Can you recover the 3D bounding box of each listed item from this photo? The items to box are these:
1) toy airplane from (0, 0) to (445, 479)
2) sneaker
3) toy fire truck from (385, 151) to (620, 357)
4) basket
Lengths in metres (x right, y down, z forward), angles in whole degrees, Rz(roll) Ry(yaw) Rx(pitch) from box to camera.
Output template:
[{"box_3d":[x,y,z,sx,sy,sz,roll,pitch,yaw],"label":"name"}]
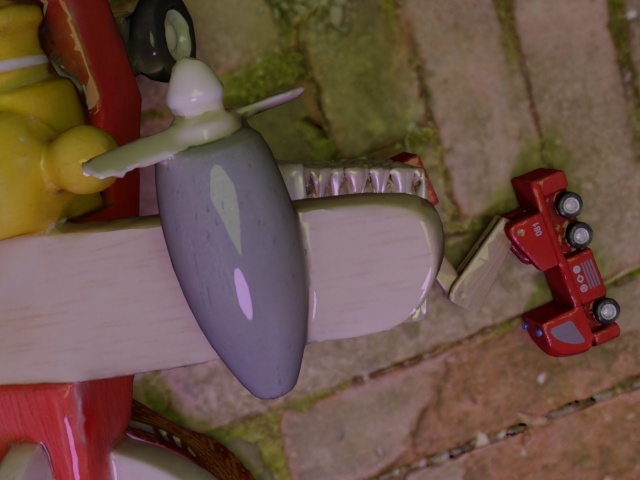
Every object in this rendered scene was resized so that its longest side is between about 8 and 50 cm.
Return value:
[{"box_3d":[-0.182,0.019,0.627,0.384,0.272,0.386,44,101,18],"label":"toy airplane"},{"box_3d":[-0.111,0.171,0.822,0.175,0.064,0.067,33,109,-7],"label":"sneaker"},{"box_3d":[0.133,0.010,0.848,0.135,0.047,0.192,-23,100,-7],"label":"toy fire truck"},{"box_3d":[0.000,0.000,0.765,0.103,0.167,0.113,-3,96,-15],"label":"basket"}]
